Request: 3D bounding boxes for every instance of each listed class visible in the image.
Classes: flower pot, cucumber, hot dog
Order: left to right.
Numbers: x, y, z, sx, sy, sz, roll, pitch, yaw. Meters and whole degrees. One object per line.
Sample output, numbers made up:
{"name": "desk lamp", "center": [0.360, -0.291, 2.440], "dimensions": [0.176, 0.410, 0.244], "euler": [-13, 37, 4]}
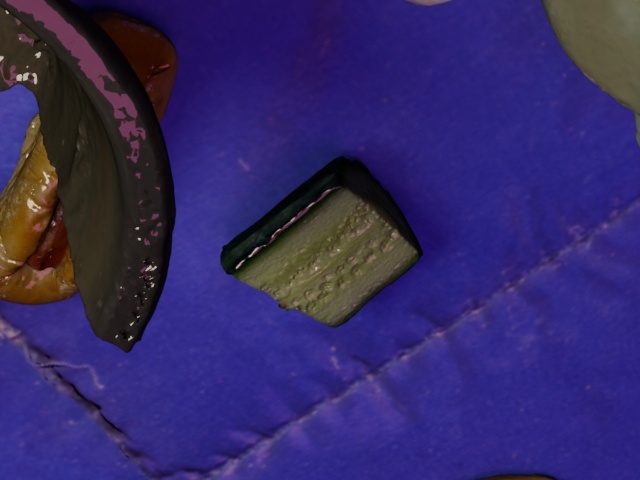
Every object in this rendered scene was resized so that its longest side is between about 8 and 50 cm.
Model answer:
{"name": "flower pot", "center": [-0.277, -0.083, 1.186], "dimensions": [0.379, 0.251, 0.379], "euler": [0, 124, 0]}
{"name": "hot dog", "center": [-0.171, -0.044, 1.378], "dimensions": [0.084, 0.073, 0.242], "euler": [17, 119, -20]}
{"name": "cucumber", "center": [0.000, 0.000, 1.465], "dimensions": [0.115, 0.062, 0.116], "euler": [-38, 134, 15]}

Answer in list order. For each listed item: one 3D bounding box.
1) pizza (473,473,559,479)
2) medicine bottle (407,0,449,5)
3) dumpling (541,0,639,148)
{"name": "pizza", "center": [0.149, 0.247, 1.712], "dimensions": [0.123, 0.026, 0.109], "euler": [-9, 129, -10]}
{"name": "medicine bottle", "center": [-0.064, -0.288, 1.137], "dimensions": [0.388, 0.219, 0.219], "euler": [17, 119, -26]}
{"name": "dumpling", "center": [0.234, -0.202, 1.307], "dimensions": [0.270, 0.212, 0.321], "euler": [-46, 121, -27]}
